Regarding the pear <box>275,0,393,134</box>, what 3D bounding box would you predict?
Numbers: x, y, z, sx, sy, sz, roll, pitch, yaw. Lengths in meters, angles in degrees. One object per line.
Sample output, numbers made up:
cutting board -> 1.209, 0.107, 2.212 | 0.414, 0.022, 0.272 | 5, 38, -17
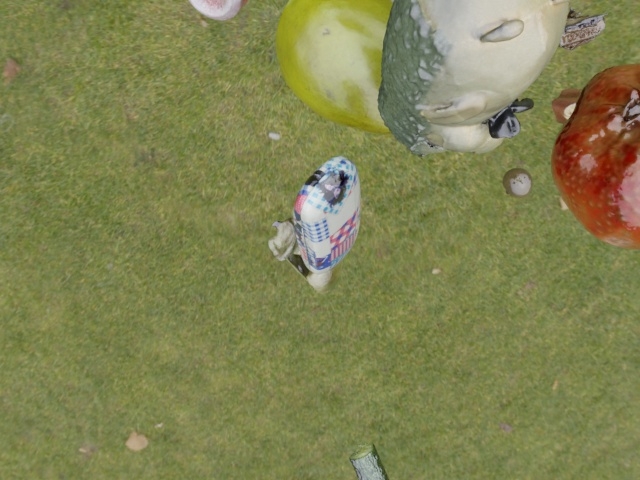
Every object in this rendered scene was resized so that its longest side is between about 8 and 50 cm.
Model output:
pear -> 0.065, -0.337, 1.012 | 0.307, 0.253, 0.252 | 31, 108, 4

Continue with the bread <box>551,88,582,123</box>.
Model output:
bread -> 0.574, -0.289, 1.191 | 0.119, 0.192, 0.067 | -19, 114, -7

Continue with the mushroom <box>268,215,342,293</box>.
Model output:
mushroom -> 0.007, -0.004, 1.338 | 0.217, 0.292, 0.212 | -42, 74, 0

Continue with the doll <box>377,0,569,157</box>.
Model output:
doll -> 0.192, -0.241, 0.744 | 0.247, 0.349, 0.247 | 3, 74, -11

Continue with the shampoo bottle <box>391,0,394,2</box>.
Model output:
shampoo bottle -> 0.288, -0.557, 1.570 | 0.322, 0.317, 0.322 | -5, 97, -46

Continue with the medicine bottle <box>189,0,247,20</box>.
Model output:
medicine bottle -> -0.186, -0.590, 1.157 | 0.147, 0.247, 0.147 | 16, 144, 12

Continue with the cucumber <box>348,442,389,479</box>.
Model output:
cucumber -> 0.108, 0.459, 0.987 | 0.058, 0.058, 0.187 | -21, 99, 5

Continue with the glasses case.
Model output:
glasses case -> 0.014, -0.032, 0.963 | 0.076, 0.327, 0.125 | 40, 74, 18

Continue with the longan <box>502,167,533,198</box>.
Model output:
longan -> 0.677, -0.195, 1.863 | 0.092, 0.113, 0.113 | -38, 117, -36

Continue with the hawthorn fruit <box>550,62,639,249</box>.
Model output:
hawthorn fruit -> 0.510, -0.106, 0.833 | 0.287, 0.287, 0.330 | -35, 138, 10

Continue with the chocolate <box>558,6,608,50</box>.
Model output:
chocolate -> 0.507, -0.453, 1.162 | 0.102, 0.329, 0.065 | -15, 112, 12
